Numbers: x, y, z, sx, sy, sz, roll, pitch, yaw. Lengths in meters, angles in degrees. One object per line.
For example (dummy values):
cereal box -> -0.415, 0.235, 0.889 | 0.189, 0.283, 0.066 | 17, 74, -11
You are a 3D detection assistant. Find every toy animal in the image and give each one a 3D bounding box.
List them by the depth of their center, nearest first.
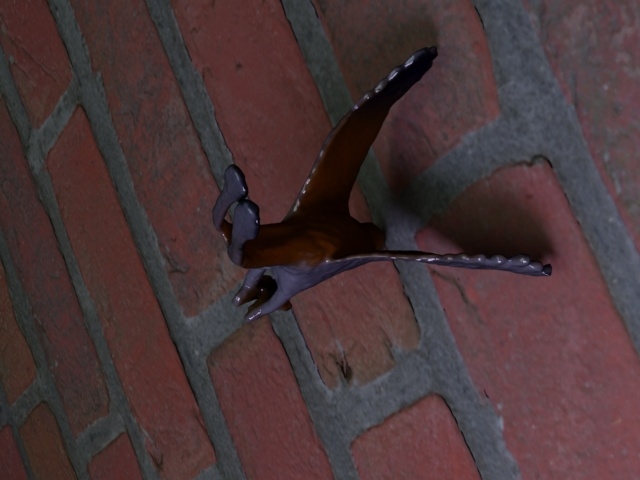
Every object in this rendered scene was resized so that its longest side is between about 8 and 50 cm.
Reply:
toy animal -> -0.009, 0.010, 1.047 | 0.302, 0.284, 0.225 | -44, 67, 50
